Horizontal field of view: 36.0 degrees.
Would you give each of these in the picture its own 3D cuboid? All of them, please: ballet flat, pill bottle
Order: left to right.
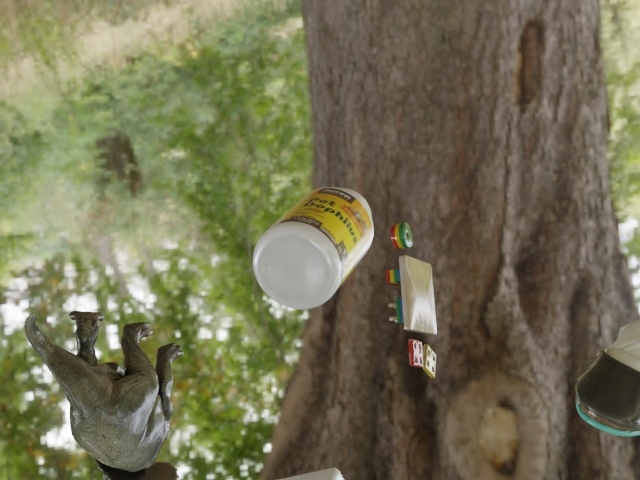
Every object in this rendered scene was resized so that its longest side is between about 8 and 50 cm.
[{"bbox_3d":[0.000,0.000,1.309,0.117,0.117,0.215,-5,-162,21],"label":"pill bottle"},{"bbox_3d":[0.335,0.126,1.004,0.095,0.096,0.280,27,-166,29],"label":"ballet flat"}]

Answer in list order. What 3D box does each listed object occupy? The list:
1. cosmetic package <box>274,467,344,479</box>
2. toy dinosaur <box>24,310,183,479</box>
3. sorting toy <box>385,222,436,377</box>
[{"bbox_3d":[-0.070,0.474,1.437,0.224,0.138,0.224,-19,-160,27],"label":"cosmetic package"},{"bbox_3d":[-0.197,0.165,0.974,0.121,0.160,0.313,-9,146,-3],"label":"toy dinosaur"},{"bbox_3d":[0.163,0.112,1.785,0.046,0.274,0.132,-10,167,26],"label":"sorting toy"}]
